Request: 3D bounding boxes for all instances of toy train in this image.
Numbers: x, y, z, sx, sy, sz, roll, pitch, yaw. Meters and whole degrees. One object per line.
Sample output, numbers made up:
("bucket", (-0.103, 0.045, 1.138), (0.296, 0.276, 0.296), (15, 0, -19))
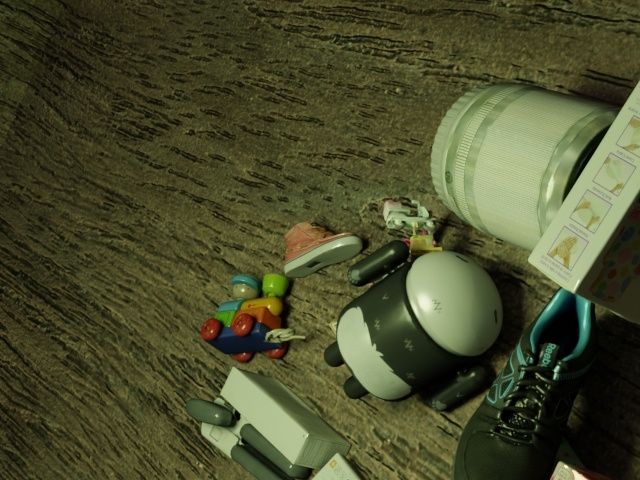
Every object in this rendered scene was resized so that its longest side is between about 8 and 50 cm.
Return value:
("toy train", (-0.087, 0.121, 2.091), (0.248, 0.105, 0.143), (-12, 51, 45))

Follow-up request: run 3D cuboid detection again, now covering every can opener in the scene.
("can opener", (-0.135, 0.343, 2.034), (0.283, 0.095, 0.076), (27, 94, 50))

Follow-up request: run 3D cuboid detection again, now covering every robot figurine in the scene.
("robot figurine", (0.137, 0.129, 1.777), (0.278, 0.209, 0.174), (-36, 32, 32))

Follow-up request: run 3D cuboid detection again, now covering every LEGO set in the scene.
("LEGO set", (0.117, 0.043, 1.892), (0.107, 0.132, 0.287), (-89, 18, -47))

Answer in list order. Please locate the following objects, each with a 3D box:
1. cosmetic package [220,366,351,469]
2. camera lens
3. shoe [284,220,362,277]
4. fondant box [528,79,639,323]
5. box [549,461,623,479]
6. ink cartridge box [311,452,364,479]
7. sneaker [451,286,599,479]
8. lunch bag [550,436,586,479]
("cosmetic package", (-0.061, 0.292, 1.974), (0.239, 0.099, 0.060), (34, 98, 50))
("camera lens", (0.311, -0.091, 1.644), (0.274, 0.219, 0.219), (26, 92, 50))
("shoe", (0.000, 0.000, 2.065), (0.178, 0.063, 0.081), (-25, 60, 44))
("fondant box", (0.434, -0.061, 1.481), (0.096, 0.238, 0.330), (39, 103, 48))
("box", (0.385, 0.401, 1.398), (0.300, 0.142, 0.154), (31, 96, 50))
("ink cartridge box", (0.013, 0.460, 1.823), (0.208, 0.045, 0.206), (-46, 43, 2))
("sneaker", (0.258, 0.200, 1.522), (0.125, 0.140, 0.341), (19, 54, 17))
("lunch bag", (0.263, 0.314, 1.618), (0.151, 0.096, 0.129), (-59, 41, 31))
